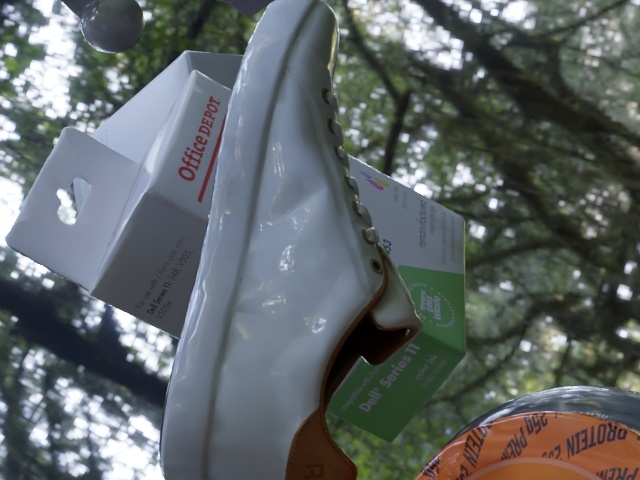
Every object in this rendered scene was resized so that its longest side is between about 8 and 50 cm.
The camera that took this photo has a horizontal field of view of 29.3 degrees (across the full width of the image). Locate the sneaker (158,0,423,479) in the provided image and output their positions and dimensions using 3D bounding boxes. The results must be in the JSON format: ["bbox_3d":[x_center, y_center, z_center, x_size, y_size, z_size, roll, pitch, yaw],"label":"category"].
[{"bbox_3d":[0.000,0.000,0.671,0.106,0.123,0.290,83,-164,-71],"label":"sneaker"}]

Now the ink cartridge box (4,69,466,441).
[{"bbox_3d":[-0.056,-0.007,1.018,0.119,0.353,0.207,-55,15,32],"label":"ink cartridge box"}]

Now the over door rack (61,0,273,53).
[{"bbox_3d":[-0.163,-0.060,0.493,0.108,0.239,0.324,62,-161,6],"label":"over door rack"}]

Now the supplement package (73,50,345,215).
[{"bbox_3d":[-0.122,-0.062,1.310,0.175,0.293,0.177,-2,-105,-35],"label":"supplement package"}]

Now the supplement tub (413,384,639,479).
[{"bbox_3d":[0.168,0.194,0.688,0.338,0.207,0.207,31,-100,-62],"label":"supplement tub"}]
